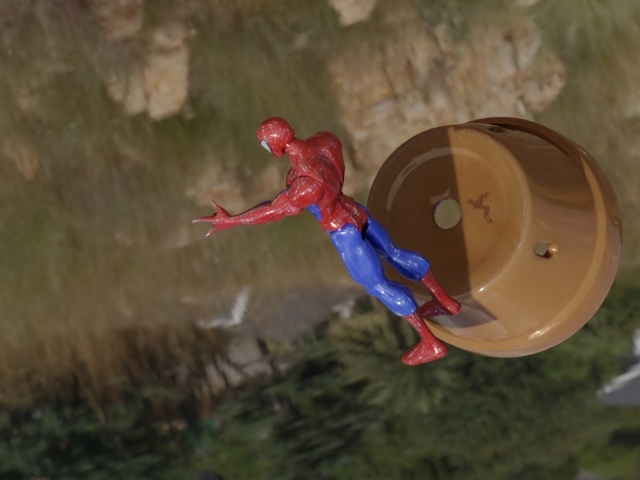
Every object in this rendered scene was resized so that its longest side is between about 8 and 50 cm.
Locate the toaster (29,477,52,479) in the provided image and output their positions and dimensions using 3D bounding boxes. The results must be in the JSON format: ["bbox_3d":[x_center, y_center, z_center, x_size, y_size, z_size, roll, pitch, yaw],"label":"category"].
[{"bbox_3d":[-0.464,0.464,2.244,0.168,0.110,0.186,-8,117,-53],"label":"toaster"}]

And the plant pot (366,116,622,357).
[{"bbox_3d":[0.181,-0.017,1.702,0.291,0.291,0.203,-28,160,21],"label":"plant pot"}]

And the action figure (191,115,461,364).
[{"bbox_3d":[0.000,0.000,1.324,0.139,0.091,0.280,-11,130,32],"label":"action figure"}]
